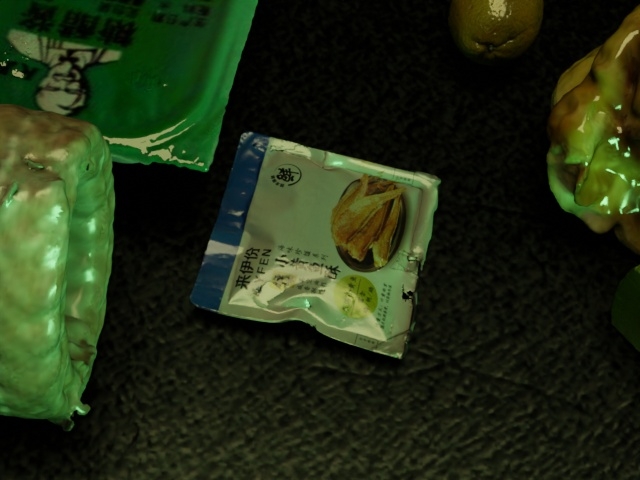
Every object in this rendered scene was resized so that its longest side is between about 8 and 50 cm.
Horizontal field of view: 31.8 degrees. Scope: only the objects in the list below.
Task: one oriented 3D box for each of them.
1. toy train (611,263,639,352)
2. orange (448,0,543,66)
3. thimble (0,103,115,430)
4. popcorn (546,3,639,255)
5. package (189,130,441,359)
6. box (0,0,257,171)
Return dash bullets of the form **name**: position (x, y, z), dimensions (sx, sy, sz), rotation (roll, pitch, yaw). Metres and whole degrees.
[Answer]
- **toy train**: position (0.347, 0.041, 0.862), dimensions (0.225, 0.090, 0.137), rotation (-25, 55, -23)
- **orange**: position (0.152, -0.195, 0.973), dimensions (0.085, 0.085, 0.095), rotation (8, 51, -1)
- **thimble**: position (-0.215, 0.010, 0.744), dimensions (0.148, 0.229, 0.196), rotation (7, 42, -4)
- **popcorn**: position (0.290, -0.111, 0.886), dimensions (0.253, 0.191, 0.190), rotation (-24, 51, -7)
- **package**: position (0.000, 0.000, 0.885), dimensions (0.173, 0.027, 0.171), rotation (14, 61, -1)
- **box**: position (-0.179, -0.195, 0.932), dimensions (0.264, 0.106, 0.337), rotation (12, 61, 2)
